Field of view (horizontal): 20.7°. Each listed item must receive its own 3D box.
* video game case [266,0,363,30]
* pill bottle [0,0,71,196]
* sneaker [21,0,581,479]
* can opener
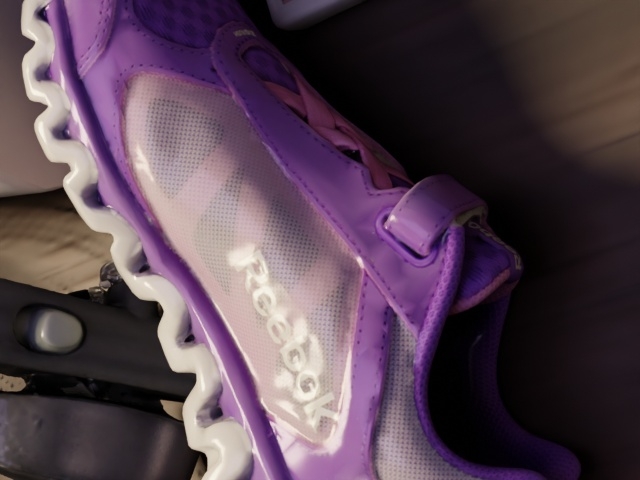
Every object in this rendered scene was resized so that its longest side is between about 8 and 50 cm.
[{"bbox_3d":[0.024,-0.159,0.506,0.143,0.019,0.157,-21,81,33],"label":"video game case"},{"bbox_3d":[-0.185,-0.057,0.581,0.246,0.136,0.136,-4,90,34],"label":"pill bottle"},{"bbox_3d":[0.000,0.000,0.491,0.104,0.095,0.236,-26,83,27],"label":"sneaker"},{"bbox_3d":[-0.111,0.026,0.521,0.059,0.186,0.073,-26,50,55],"label":"can opener"}]
